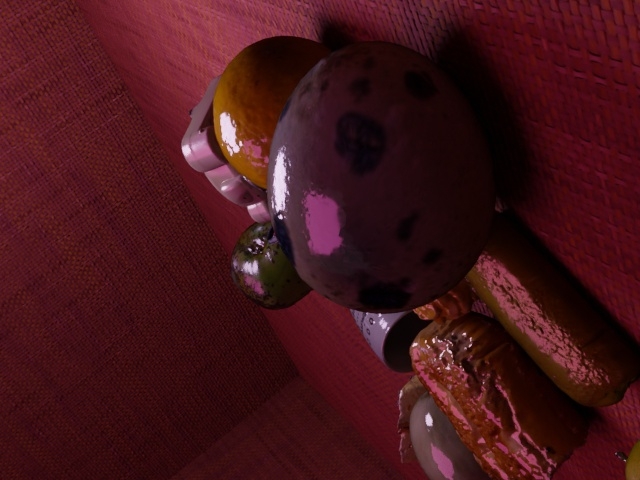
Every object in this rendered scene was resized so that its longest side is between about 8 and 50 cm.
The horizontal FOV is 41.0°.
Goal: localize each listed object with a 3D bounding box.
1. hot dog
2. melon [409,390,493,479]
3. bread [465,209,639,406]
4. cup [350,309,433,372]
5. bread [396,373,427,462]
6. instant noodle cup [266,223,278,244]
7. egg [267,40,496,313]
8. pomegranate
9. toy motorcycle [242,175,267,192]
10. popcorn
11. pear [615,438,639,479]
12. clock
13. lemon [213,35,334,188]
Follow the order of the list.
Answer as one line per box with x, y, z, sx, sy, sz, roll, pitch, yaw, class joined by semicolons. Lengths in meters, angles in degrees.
0.347;0.311;1.775;0.365;0.196;0.367;49;160;8;hot dog
0.351;0.488;2.051;0.271;0.272;0.308;83;163;-64;melon
0.355;0.115;1.407;0.383;0.112;0.166;50;166;14;bread
0.175;0.136;1.990;0.234;0.186;0.258;49;138;49;cup
0.251;0.446;2.251;0.135;0.178;0.240;32;125;58;bread
0.033;-0.040;1.852;0.181;0.258;0.302;42;166;-12;instant noodle cup
0.088;-0.088;1.287;0.345;0.345;0.427;41;151;41;egg
-0.103;0.079;2.562;0.285;0.285;0.341;43;-174;36;pomegranate
-0.113;-0.221;1.851;0.108;0.173;0.307;4;-108;-56;toy motorcycle
0.217;0.070;1.702;0.194;0.140;0.163;56;161;-7;popcorn
0.536;0.360;1.292;0.180;0.166;0.216;42;156;-18;pear
-0.171;-0.214;2.007;0.114;0.284;0.309;-16;132;34;clock
-0.055;-0.225;1.557;0.297;0.297;0.297;49;166;17;lemon
